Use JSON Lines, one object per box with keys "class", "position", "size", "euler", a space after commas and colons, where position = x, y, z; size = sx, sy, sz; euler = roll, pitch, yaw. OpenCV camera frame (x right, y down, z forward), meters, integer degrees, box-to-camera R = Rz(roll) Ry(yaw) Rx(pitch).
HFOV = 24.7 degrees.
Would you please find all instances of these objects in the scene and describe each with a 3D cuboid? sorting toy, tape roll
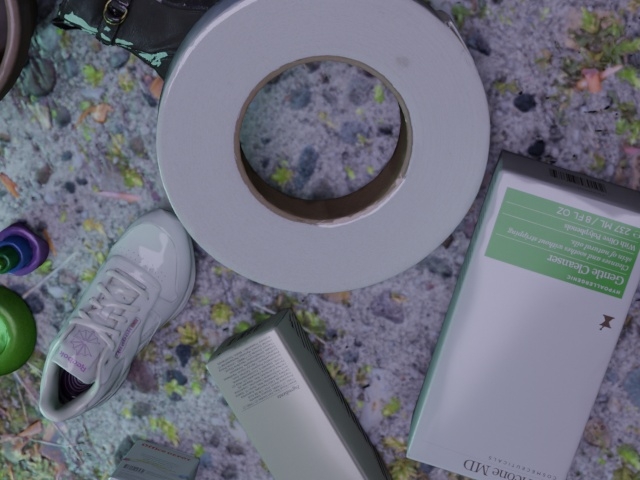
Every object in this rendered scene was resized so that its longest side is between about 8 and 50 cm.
{"class": "sorting toy", "position": [-0.454, 0.152, 1.878], "size": [0.127, 0.126, 0.365], "euler": [27, 107, 3]}
{"class": "tape roll", "position": [0.003, -0.126, 1.706], "size": [0.392, 0.072, 0.391], "euler": [-2, 112, -4]}

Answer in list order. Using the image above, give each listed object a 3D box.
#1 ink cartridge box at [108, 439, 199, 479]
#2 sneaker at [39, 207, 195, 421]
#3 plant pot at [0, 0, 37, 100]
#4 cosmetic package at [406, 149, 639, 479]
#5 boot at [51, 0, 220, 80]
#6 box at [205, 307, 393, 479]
{"class": "ink cartridge box", "position": [-0.216, 0.311, 1.876], "size": [0.089, 0.122, 0.052], "euler": [17, 109, 6]}
{"class": "sneaker", "position": [-0.253, 0.103, 1.818], "size": [0.114, 0.152, 0.305], "euler": [31, 105, 4]}
{"class": "plant pot", "position": [-0.439, -0.269, 1.720], "size": [0.263, 0.229, 0.263], "euler": [2, 104, 10]}
{"class": "cosmetic package", "position": [0.246, 0.100, 1.729], "size": [0.197, 0.155, 0.365], "euler": [16, 104, 3]}
{"class": "boot", "position": [-0.178, -0.305, 1.739], "size": [0.229, 0.091, 0.263], "euler": [37, 109, -1]}
{"class": "box", "position": [-0.022, 0.233, 1.838], "size": [0.113, 0.094, 0.275], "euler": [-27, 98, 15]}
